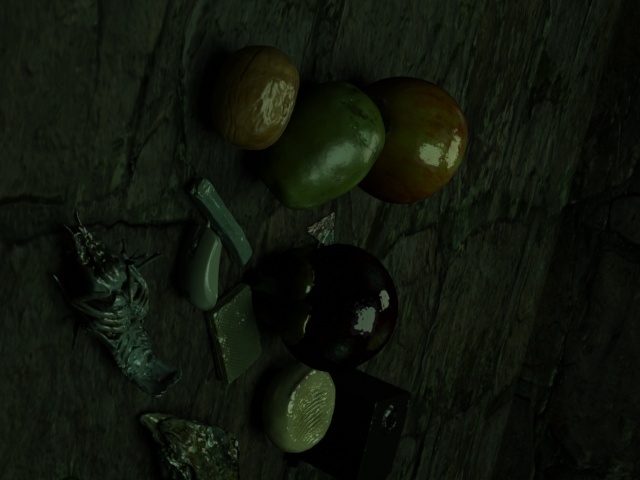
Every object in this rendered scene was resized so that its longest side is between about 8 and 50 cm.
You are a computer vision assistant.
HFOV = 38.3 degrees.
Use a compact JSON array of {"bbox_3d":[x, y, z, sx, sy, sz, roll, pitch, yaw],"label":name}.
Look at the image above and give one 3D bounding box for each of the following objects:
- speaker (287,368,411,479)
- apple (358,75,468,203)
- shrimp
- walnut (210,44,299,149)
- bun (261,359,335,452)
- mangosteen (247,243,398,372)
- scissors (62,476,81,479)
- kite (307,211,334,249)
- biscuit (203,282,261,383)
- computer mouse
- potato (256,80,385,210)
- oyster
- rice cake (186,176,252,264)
[{"bbox_3d":[0.070,0.468,2.304,0.184,0.232,0.254,-1,106,-54],"label":"speaker"},{"bbox_3d":[0.176,-0.233,2.080,0.301,0.301,0.301,-31,130,-45],"label":"apple"},{"bbox_3d":[-0.348,0.123,1.597,0.221,0.166,0.410,-49,153,-34],"label":"shrimp"},{"bbox_3d":[-0.125,-0.266,1.716,0.165,0.165,0.197,-4,109,-55],"label":"walnut"},{"bbox_3d":[-0.065,0.383,2.169,0.222,0.127,0.222,-10,103,-48],"label":"bun"},{"bbox_3d":[0.019,0.143,2.031,0.311,0.311,0.311,-31,130,-45],"label":"mangosteen"},{"bbox_3d":[-0.429,0.493,1.769,0.204,0.027,0.101,6,102,-55],"label":"scissors"},{"bbox_3d":[0.000,0.000,2.171,0.139,0.011,0.156,37,74,-53],"label":"kite"},{"bbox_3d":[-0.183,0.200,1.973,0.121,0.041,0.199,-42,137,-40],"label":"biscuit"},{"bbox_3d":[-0.235,0.049,1.773,0.056,0.089,0.181,-8,111,-53],"label":"computer mouse"},{"bbox_3d":[0.004,-0.197,1.890,0.304,0.216,0.216,-40,137,-34],"label":"potato"},{"bbox_3d":[-0.261,0.453,1.914,0.162,0.158,0.351,-100,163,-45],"label":"oyster"},{"bbox_3d":[-0.196,-0.037,1.829,0.045,0.042,0.245,-59,145,-23],"label":"rice cake"}]
